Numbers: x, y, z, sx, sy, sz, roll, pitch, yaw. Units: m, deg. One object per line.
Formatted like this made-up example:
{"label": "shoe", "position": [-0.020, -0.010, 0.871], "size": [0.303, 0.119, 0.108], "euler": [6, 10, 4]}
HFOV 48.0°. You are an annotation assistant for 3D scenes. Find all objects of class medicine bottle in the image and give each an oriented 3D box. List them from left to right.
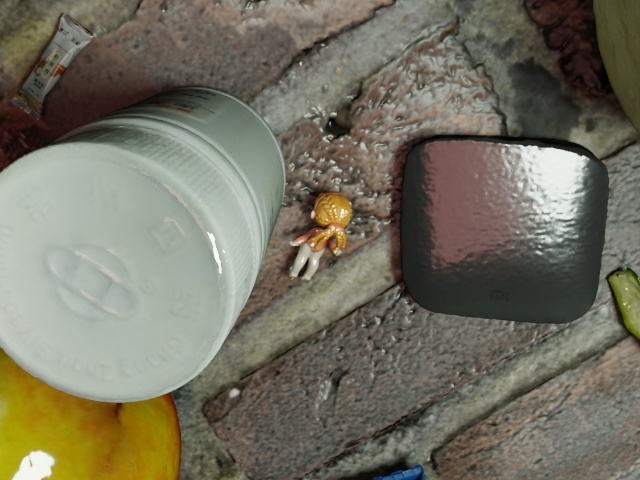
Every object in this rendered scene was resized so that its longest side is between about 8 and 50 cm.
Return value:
{"label": "medicine bottle", "position": [-0.135, -0.021, 0.611], "size": [0.189, 0.332, 0.190], "euler": [1, 107, 2]}

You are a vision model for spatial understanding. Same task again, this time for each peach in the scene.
{"label": "peach", "position": [-0.315, 0.219, 0.709], "size": [0.369, 0.370, 0.370], "euler": [1, 107, 2]}

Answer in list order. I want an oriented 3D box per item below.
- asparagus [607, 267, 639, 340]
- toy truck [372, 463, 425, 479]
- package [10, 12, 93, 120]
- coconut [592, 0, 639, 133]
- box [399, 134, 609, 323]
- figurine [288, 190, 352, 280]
{"label": "asparagus", "position": [0.372, 0.106, 0.783], "size": [0.045, 0.041, 0.178], "euler": [-40, 101, 5]}
{"label": "toy truck", "position": [0.097, 0.377, 0.834], "size": [0.113, 0.126, 0.208], "euler": [-19, 105, 8]}
{"label": "package", "position": [-0.276, -0.176, 0.736], "size": [0.037, 0.015, 0.110], "euler": [37, 104, -3]}
{"label": "coconut", "position": [0.387, -0.205, 0.560], "size": [0.322, 0.323, 0.323], "euler": [1, 107, 2]}
{"label": "box", "position": [0.189, -0.010, 0.753], "size": [0.212, 0.042, 0.201], "euler": [2, 107, 3]}
{"label": "figurine", "position": [0.000, 0.000, 0.766], "size": [0.064, 0.047, 0.109], "euler": [11, 117, -31]}
